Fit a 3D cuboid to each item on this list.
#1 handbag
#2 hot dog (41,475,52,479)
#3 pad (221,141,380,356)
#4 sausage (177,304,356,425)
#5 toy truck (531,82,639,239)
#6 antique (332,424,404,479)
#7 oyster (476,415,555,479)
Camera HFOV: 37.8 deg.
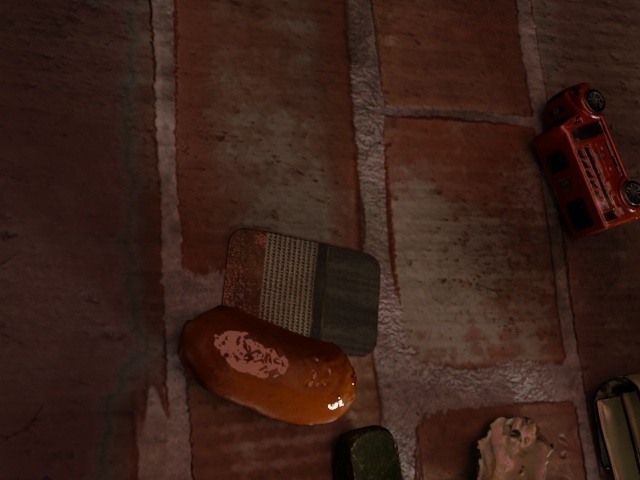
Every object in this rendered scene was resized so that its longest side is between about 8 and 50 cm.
[{"bbox_3d":[0.644,0.317,1.539,0.359,0.160,0.236,-4,73,-25],"label":"handbag"},{"bbox_3d":[-0.296,0.400,1.147,0.326,0.107,0.194,6,65,-12],"label":"hot dog"},{"bbox_3d":[-0.008,-0.002,1.394,0.250,0.055,0.323,11,90,-20],"label":"pad"},{"bbox_3d":[-0.071,0.176,1.285,0.258,0.133,0.133,24,69,-17],"label":"sausage"},{"bbox_3d":[0.445,-0.135,1.593,0.114,0.107,0.252,-20,86,-27],"label":"toy truck"},{"bbox_3d":[0.075,0.375,1.323,0.081,0.080,0.220,-3,77,-25],"label":"antique"},{"bbox_3d":[0.285,0.362,1.427,0.133,0.072,0.209,20,50,-11],"label":"oyster"}]
